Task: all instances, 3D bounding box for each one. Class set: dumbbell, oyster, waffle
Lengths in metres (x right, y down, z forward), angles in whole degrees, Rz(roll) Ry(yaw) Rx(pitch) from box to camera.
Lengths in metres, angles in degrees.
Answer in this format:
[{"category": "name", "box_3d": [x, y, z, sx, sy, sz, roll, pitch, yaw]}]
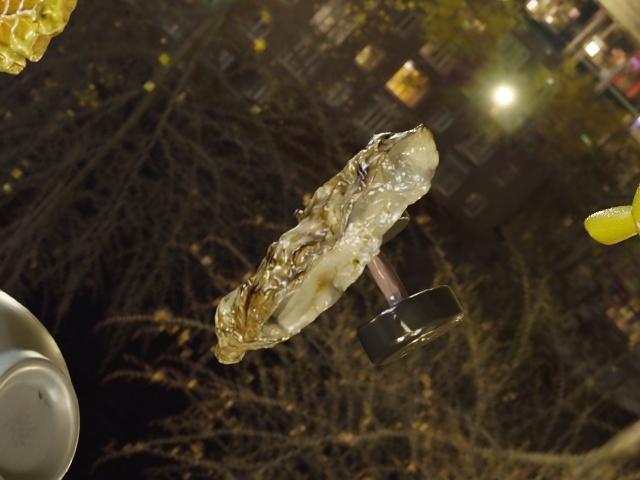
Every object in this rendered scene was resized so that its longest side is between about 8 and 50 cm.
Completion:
[{"category": "dumbbell", "box_3d": [0.091, 0.051, 1.696, 0.218, 0.152, 0.152, 61, -161, 13]}, {"category": "oyster", "box_3d": [-0.015, 0.008, 1.402, 0.111, 0.396, 0.204, 44, -172, 13]}, {"category": "waffle", "box_3d": [-0.376, -0.307, 1.480, 0.229, 0.219, 0.057, 2, 162, 44]}]

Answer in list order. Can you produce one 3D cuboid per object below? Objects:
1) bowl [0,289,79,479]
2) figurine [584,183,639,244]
[{"category": "bowl", "box_3d": [-0.350, 0.187, 1.208, 0.345, 0.157, 0.345, 7, -98, -59]}, {"category": "figurine", "box_3d": [0.477, -0.014, 1.332, 0.327, 0.218, 0.169, 41, -176, 25]}]
